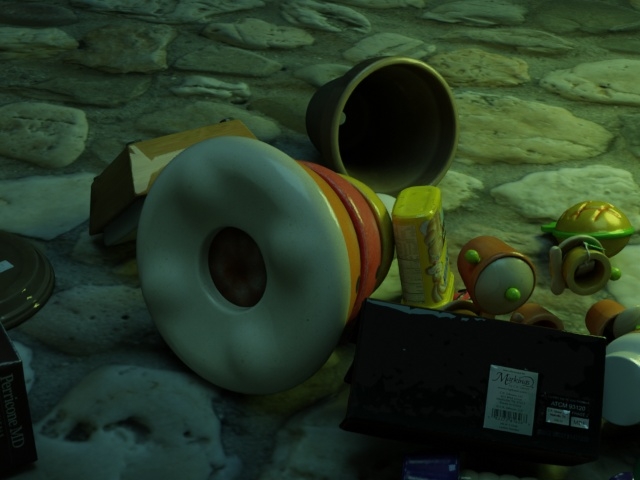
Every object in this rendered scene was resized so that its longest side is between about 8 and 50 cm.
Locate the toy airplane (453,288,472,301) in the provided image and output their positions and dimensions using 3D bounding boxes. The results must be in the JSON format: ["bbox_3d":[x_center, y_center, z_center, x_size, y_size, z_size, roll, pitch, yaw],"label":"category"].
[{"bbox_3d":[0.200,0.111,1.591,0.151,0.028,0.151,-7,25,3],"label":"toy airplane"}]

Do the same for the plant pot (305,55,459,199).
[{"bbox_3d":[0.083,-0.210,1.912,0.263,0.263,0.229,-14,20,-24],"label":"plant pot"}]

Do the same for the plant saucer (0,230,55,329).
[{"bbox_3d":[-0.550,0.058,1.612,0.278,0.041,0.278,3,32,-2],"label":"plant saucer"}]

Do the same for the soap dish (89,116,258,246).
[{"bbox_3d":[-0.233,-0.090,1.661,0.229,0.118,0.291,-18,-3,-27],"label":"soap dish"}]

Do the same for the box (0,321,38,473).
[{"bbox_3d":[-0.474,0.193,1.274,0.203,0.168,0.167,-17,37,-26],"label":"box"}]

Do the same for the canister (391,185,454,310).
[{"bbox_3d":[0.153,0.017,1.571,0.073,0.170,0.126,-3,25,15],"label":"canister"}]

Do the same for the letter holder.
[{"bbox_3d":[0.181,0.194,1.346,0.302,0.214,0.152,10,72,-2],"label":"letter holder"}]

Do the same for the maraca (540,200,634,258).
[{"bbox_3d":[0.444,-0.018,1.757,0.127,0.099,0.186,-3,8,-13],"label":"maraca"}]

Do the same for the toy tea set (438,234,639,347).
[{"bbox_3d":[0.326,0.097,1.478,0.336,0.200,0.124,0,24,-15],"label":"toy tea set"}]

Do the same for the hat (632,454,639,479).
[{"bbox_3d":[0.524,0.315,1.309,0.208,0.183,0.173,-41,19,11],"label":"hat"}]

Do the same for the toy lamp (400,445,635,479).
[{"bbox_3d":[0.234,0.296,1.271,0.275,0.080,0.080,6,33,2],"label":"toy lamp"}]

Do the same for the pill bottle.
[{"bbox_3d":[0.442,0.173,1.391,0.121,0.121,0.216,29,26,35],"label":"pill bottle"}]

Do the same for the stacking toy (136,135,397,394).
[{"bbox_3d":[0.000,0.000,1.558,0.351,0.350,0.480,24,23,29],"label":"stacking toy"}]
